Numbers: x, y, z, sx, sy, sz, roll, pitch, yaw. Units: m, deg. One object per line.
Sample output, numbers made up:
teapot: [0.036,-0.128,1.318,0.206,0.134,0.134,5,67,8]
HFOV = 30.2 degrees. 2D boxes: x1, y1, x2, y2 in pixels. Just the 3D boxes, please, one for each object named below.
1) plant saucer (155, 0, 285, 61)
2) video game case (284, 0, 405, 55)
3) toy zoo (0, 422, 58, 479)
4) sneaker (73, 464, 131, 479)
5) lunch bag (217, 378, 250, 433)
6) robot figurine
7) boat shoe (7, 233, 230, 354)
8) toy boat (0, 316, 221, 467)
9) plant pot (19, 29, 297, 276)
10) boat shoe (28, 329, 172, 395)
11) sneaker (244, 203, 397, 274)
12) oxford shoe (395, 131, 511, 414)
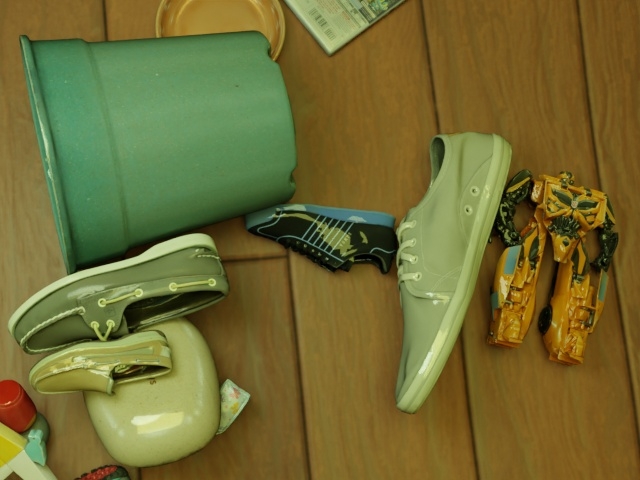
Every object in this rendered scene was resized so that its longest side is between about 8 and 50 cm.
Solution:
plant saucer: [-0.155,-0.326,1.842,0.200,0.037,0.199,1,79,-5]
video game case: [0.024,-0.421,1.879,0.183,0.023,0.201,-38,84,-9]
toy zoo: [-0.485,0.352,1.624,0.293,0.030,0.192,-42,102,12]
sneaker: [-0.351,0.433,1.678,0.262,0.104,0.125,-46,103,-6]
lunch bag: [-0.144,0.246,1.724,0.053,0.071,0.083,34,80,0]
robot figurine: [0.352,0.031,1.786,0.211,0.085,0.291,15,79,-12]
boat shoe: [-0.273,0.089,1.620,0.305,0.109,0.091,-22,61,-8]
toy boat: [-0.302,0.221,1.682,0.318,0.148,0.267,-12,52,-6]
plant pot: [-0.224,-0.147,1.670,0.334,0.341,0.341,-13,81,-13]
boat shoe: [-0.290,0.174,1.577,0.190,0.068,0.072,-17,51,-10]
sneaker: [0.000,0.000,1.774,0.232,0.081,0.090,3,75,-4]
oxford shoe: [0.165,0.035,1.740,0.130,0.169,0.449,18,72,-4]
